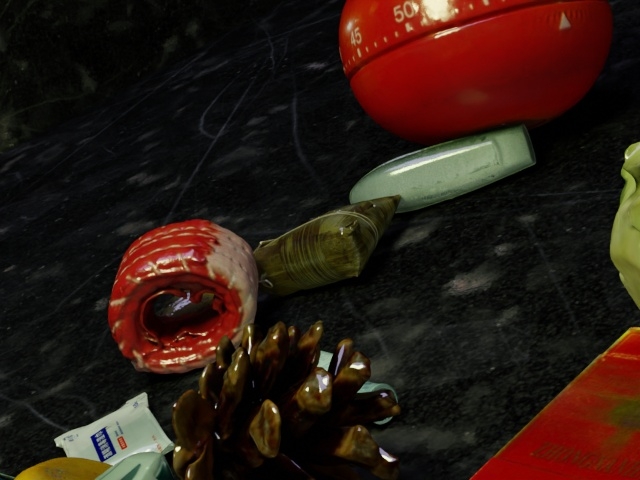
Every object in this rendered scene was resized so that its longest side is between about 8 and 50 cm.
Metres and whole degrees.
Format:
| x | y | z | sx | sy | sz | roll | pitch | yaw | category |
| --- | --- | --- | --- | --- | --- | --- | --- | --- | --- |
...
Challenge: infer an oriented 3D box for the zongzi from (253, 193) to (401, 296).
| x | y | z | sx | sy | sz | roll | pitch | yaw | category |
| --- | --- | --- | --- | --- | --- | --- | --- | --- | --- |
| 0.000 | 0.000 | 1.881 | 0.187 | 0.084 | 0.184 | -14 | 19 | 30 | zongzi |

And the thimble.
| x | y | z | sx | sy | sz | roll | pitch | yaw | category |
| --- | --- | --- | --- | --- | --- | --- | --- | --- | --- |
| -0.170 | 0.068 | 1.779 | 0.189 | 0.163 | 0.125 | -28 | 22 | 10 | thimble |

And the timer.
| x | y | z | sx | sy | sz | roll | pitch | yaw | category |
| --- | --- | --- | --- | --- | --- | --- | --- | --- | --- |
| 0.217 | -0.282 | 1.991 | 0.378 | 0.279 | 0.378 | -15 | -3 | -1 | timer |

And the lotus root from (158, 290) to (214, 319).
| x | y | z | sx | sy | sz | roll | pitch | yaw | category |
| --- | --- | --- | --- | --- | --- | --- | --- | --- | --- |
| -0.181 | 0.095 | 1.891 | 0.099 | 0.049 | 0.054 | -33 | 23 | -7 | lotus root |

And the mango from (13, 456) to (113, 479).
| x | y | z | sx | sy | sz | roll | pitch | yaw | category |
| --- | --- | --- | --- | --- | --- | --- | --- | --- | --- |
| -0.240 | 0.261 | 1.444 | 0.187 | 0.066 | 0.101 | 4 | 24 | -39 | mango |

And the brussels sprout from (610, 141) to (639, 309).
| x | y | z | sx | sy | sz | roll | pitch | yaw | category |
| --- | --- | --- | --- | --- | --- | --- | --- | --- | --- |
| 0.430 | -0.031 | 1.269 | 0.328 | 0.247 | 0.328 | -33 | 8 | 6 | brussels sprout |

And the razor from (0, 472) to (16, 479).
| x | y | z | sx | sy | sz | roll | pitch | yaw | category |
| --- | --- | --- | --- | --- | --- | --- | --- | --- | --- |
| -0.268 | 0.327 | 1.420 | 0.056 | 0.093 | 0.324 | -65 | 27 | 5 | razor |

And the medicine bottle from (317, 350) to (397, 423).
| x | y | z | sx | sy | sz | roll | pitch | yaw | category |
| --- | --- | --- | --- | --- | --- | --- | --- | --- | --- |
| 0.001 | 0.158 | 1.527 | 0.090 | 0.054 | 0.208 | -34 | 24 | -29 | medicine bottle |

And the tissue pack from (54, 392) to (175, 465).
| x | y | z | sx | sy | sz | roll | pitch | yaw | category |
| --- | --- | --- | --- | --- | --- | --- | --- | --- | --- |
| -0.235 | 0.236 | 1.631 | 0.122 | 0.026 | 0.193 | -28 | 20 | -10 | tissue pack |

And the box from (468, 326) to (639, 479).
| x | y | z | sx | sy | sz | roll | pitch | yaw | category |
| --- | --- | --- | --- | --- | --- | --- | --- | --- | --- |
| 0.243 | 0.193 | 1.123 | 0.313 | 0.089 | 0.197 | -37 | 22 | -31 | box |

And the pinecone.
| x | y | z | sx | sy | sz | roll | pitch | yaw | category |
| --- | --- | --- | --- | --- | --- | --- | --- | --- | --- |
| -0.027 | 0.179 | 1.283 | 0.201 | 0.202 | 0.229 | 10 | 65 | 3 | pinecone |

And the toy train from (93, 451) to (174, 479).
| x | y | z | sx | sy | sz | roll | pitch | yaw | category |
| --- | --- | --- | --- | --- | --- | --- | --- | --- | --- |
| -0.229 | 0.300 | 1.250 | 0.088 | 0.086 | 0.407 | -3 | 20 | 34 | toy train |

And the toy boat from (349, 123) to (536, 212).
| x | y | z | sx | sy | sz | roll | pitch | yaw | category |
| --- | --- | --- | --- | --- | --- | --- | --- | --- | --- |
| 0.163 | -0.092 | 1.943 | 0.260 | 0.078 | 0.085 | -18 | -3 | 12 | toy boat |
